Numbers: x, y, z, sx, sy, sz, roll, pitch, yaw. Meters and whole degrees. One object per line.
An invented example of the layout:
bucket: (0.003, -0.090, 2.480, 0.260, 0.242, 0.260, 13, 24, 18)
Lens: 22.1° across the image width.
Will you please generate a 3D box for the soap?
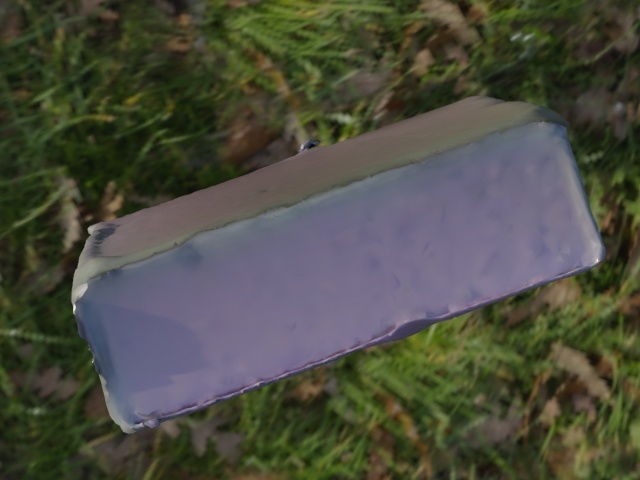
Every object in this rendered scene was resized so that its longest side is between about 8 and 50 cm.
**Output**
soap: (0.000, 0.000, 1.016, 0.296, 0.285, 0.107, -20, 97, 0)
